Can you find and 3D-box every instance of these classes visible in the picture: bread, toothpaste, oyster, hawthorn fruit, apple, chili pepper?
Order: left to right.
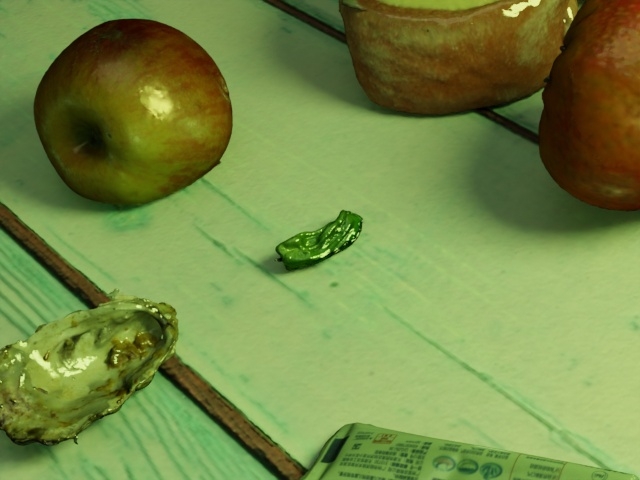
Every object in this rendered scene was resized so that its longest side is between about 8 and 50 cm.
[{"bbox_3d":[-0.189,0.102,1.133,0.105,0.056,0.177,31,58,26],"label":"oyster"},{"bbox_3d":[-0.177,-0.131,1.334,0.195,0.160,0.173,20,29,26],"label":"apple"},{"bbox_3d":[0.001,0.000,1.212,0.091,0.030,0.034,-29,17,-19],"label":"chili pepper"},{"bbox_3d":[0.136,-0.220,1.350,0.244,0.123,0.190,0,44,17],"label":"bread"},{"bbox_3d":[0.117,0.170,0.972,0.268,0.047,0.069,6,64,26],"label":"toothpaste"},{"bbox_3d":[0.294,-0.112,1.140,0.226,0.196,0.196,13,45,7],"label":"hawthorn fruit"}]
